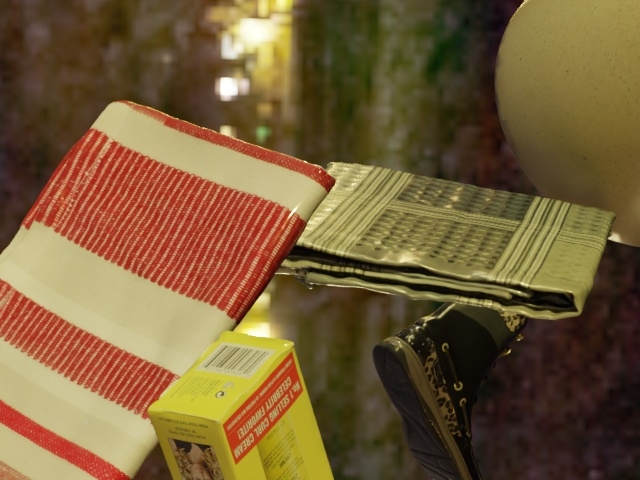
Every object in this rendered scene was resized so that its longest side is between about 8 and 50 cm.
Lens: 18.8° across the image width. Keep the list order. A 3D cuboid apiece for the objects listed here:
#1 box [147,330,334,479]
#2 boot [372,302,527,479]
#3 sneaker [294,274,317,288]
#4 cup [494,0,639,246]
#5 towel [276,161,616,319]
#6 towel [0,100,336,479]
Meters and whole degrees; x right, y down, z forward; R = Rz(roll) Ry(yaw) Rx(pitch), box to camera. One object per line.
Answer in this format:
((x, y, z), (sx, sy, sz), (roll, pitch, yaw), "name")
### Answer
((-0.031, 0.175, 1.191), (0.087, 0.058, 0.232), (-44, -51, -42), "box")
((0.168, 0.158, 2.141), (0.085, 0.178, 0.236), (18, 141, 50), "boot")
((0.000, 0.000, 2.221), (0.076, 0.065, 0.166), (-58, 2, 24), "sneaker")
((0.376, -0.184, 1.978), (0.237, 0.331, 0.331), (132, 140, -65), "cup")
((0.113, 0.004, 1.835), (0.324, 0.312, 0.056), (-45, -37, -69), "towel")
((-0.159, 0.057, 1.289), (0.329, 0.237, 0.037), (-55, -47, -13), "towel")
